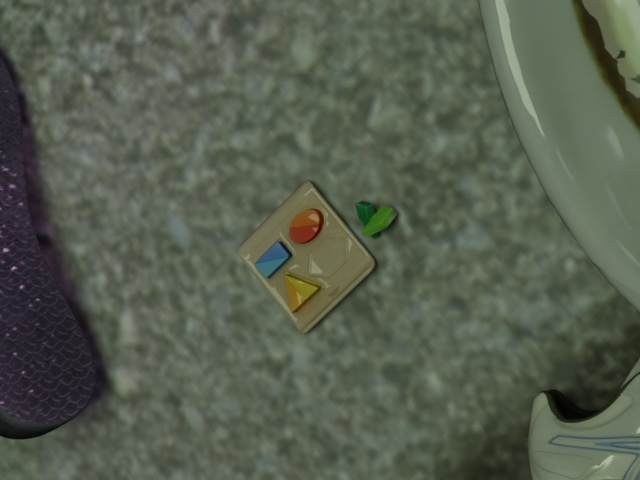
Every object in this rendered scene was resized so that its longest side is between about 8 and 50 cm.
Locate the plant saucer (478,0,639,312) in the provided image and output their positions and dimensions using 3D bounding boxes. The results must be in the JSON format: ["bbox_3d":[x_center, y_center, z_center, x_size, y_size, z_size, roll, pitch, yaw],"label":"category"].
[{"bbox_3d":[0.224,-0.133,0.705,0.400,0.100,0.401,22,118,51],"label":"plant saucer"}]

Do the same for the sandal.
[{"bbox_3d":[-0.202,-0.011,0.972,0.054,0.097,0.255,-29,75,50],"label":"sandal"}]

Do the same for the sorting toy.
[{"bbox_3d":[0.000,0.000,0.911,0.083,0.012,0.062,-44,72,19],"label":"sorting toy"}]

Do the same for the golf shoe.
[{"bbox_3d":[0.172,0.085,0.800,0.176,0.069,0.086,-17,76,24],"label":"golf shoe"}]
